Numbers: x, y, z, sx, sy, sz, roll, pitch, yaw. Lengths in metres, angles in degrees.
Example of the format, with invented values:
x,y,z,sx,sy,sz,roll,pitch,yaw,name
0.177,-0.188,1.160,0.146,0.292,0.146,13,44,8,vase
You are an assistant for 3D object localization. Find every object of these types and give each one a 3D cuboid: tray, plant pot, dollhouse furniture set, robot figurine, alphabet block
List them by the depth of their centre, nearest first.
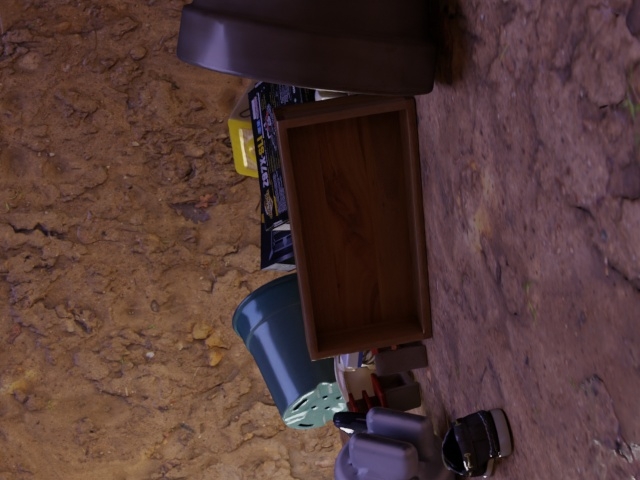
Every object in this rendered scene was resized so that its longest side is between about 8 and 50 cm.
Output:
x,y,z,sx,sy,sz,roll,pitch,yaw,name
0.002,-0.339,1.065,0.323,0.323,0.281,-117,34,-71,plant pot
0.055,-0.019,1.383,0.076,0.202,0.411,-110,11,-64,tray
0.132,0.456,1.495,0.300,0.199,0.354,-42,-48,-48,robot figurine
0.102,0.196,1.653,0.262,0.135,0.259,-121,21,-74,dollhouse furniture set
-0.105,-0.284,2.241,0.193,0.192,0.197,83,-156,-47,alphabet block
-0.037,0.319,2.468,0.341,0.341,0.334,88,162,-56,plant pot

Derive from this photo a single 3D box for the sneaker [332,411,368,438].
x,y,z,sx,sy,sz,roll,pitch,yaw,name
0.108,0.373,1.599,0.083,0.223,0.098,-7,65,50,sneaker

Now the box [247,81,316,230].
x,y,z,sx,sy,sz,roll,pitch,yaw,name
-0.055,-0.201,1.858,0.257,0.079,0.322,-25,72,62,box

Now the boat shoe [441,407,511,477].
x,y,z,sx,sy,sz,roll,pitch,yaw,name
0.196,0.275,1.190,0.228,0.068,0.081,92,166,-66,boat shoe

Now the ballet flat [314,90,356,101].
x,y,z,sx,sy,sz,roll,pitch,yaw,name
0.049,-0.232,1.550,0.107,0.106,0.316,99,160,-74,ballet flat

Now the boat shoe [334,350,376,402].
x,y,z,sx,sy,sz,roll,pitch,yaw,name
0.086,0.266,2.115,0.098,0.109,0.303,112,153,-82,boat shoe

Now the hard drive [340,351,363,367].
x,y,z,sx,sy,sz,roll,pitch,yaw,name
0.068,0.088,1.939,0.210,0.040,0.319,-115,28,-69,hard drive

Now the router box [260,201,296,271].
x,y,z,sx,sy,sz,roll,pitch,yaw,name
-0.046,-0.072,2.044,0.309,0.080,0.243,-22,65,61,router box
